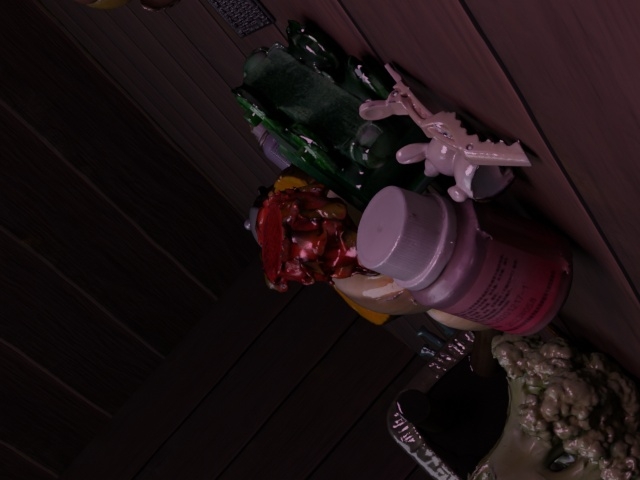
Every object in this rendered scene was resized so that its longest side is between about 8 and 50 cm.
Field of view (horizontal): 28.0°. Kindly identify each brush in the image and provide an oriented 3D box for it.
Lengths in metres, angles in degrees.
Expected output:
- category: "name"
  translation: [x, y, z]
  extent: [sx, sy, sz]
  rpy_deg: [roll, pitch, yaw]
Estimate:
- category: "brush"
  translation: [0.432, 0.196, 2.067]
  extent: [0.314, 0.017, 0.090]
  rpy_deg: [42, 174, 4]

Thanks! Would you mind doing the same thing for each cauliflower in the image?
- category: "cauliflower"
  translation: [0.364, 0.283, 1.933]
  extent: [0.327, 0.281, 0.260]
  rpy_deg: [37, 145, 14]

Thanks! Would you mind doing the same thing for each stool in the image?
- category: "stool"
  translation: [0.308, 0.294, 2.207]
  extent: [0.310, 0.310, 0.226]
  rpy_deg: [40, 170, 9]

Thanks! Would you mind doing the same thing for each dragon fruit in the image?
- category: "dragon fruit"
  translation: [0.000, 0.000, 1.597]
  extent: [0.207, 0.150, 0.133]
  rpy_deg: [7, 114, 25]

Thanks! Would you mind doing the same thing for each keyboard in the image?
- category: "keyboard"
  translation: [-0.143, -0.346, 1.691]
  extent: [0.067, 0.011, 0.202]
  rpy_deg: [-18, 133, 32]

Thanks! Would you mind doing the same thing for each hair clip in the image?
- category: "hair clip"
  translation: [0.134, -0.121, 1.416]
  extent: [0.226, 0.072, 0.034]
  rpy_deg: [37, 176, 32]

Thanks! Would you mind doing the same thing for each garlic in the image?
- category: "garlic"
  translation: [0.147, 0.004, 1.752]
  extent: [0.313, 0.286, 0.249]
  rpy_deg: [20, 119, 62]

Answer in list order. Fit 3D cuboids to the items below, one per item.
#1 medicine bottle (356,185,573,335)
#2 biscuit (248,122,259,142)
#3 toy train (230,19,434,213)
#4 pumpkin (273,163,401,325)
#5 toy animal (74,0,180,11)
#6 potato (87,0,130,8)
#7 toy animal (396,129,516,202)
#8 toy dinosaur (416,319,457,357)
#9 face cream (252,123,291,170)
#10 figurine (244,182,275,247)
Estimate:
- category: "medicine bottle"
  translation: [0.170, 0.019, 1.514]
  extent: [0.247, 0.147, 0.147]
  rpy_deg: [19, -175, -26]
- category: "biscuit"
  translation: [-0.082, -0.184, 2.530]
  extent: [0.141, 0.038, 0.290]
  rpy_deg: [40, 172, 22]
- category: "toy train"
  translation: [0.016, -0.154, 1.608]
  extent: [0.266, 0.145, 0.202]
  rpy_deg: [38, 176, 39]
- category: "pumpkin"
  translation: [0.052, -0.016, 2.143]
  extent: [0.317, 0.139, 0.222]
  rpy_deg: [53, 161, -17]
- category: "toy animal"
  translation: [-0.259, -0.379, 1.777]
  extent: [0.094, 0.214, 0.186]
  rpy_deg: [56, -163, -36]
- category: "potato"
  translation: [-0.354, -0.439, 1.934]
  extent: [0.200, 0.137, 0.154]
  rpy_deg: [35, -174, -11]
- category: "toy animal"
  translation: [0.160, -0.093, 1.466]
  extent: [0.071, 0.085, 0.124]
  rpy_deg: [23, -165, -44]
- category: "toy dinosaur"
  translation: [0.363, 0.238, 2.541]
  extent: [0.331, 0.129, 0.383]
  rpy_deg: [28, 169, 20]
- category: "face cream"
  translation: [-0.029, -0.141, 2.321]
  extent: [0.229, 0.075, 0.075]
  rpy_deg: [41, 174, 17]
- category: "figurine"
  translation: [-0.019, -0.012, 2.800]
  extent: [0.370, 0.167, 0.281]
  rpy_deg: [31, -177, 37]
